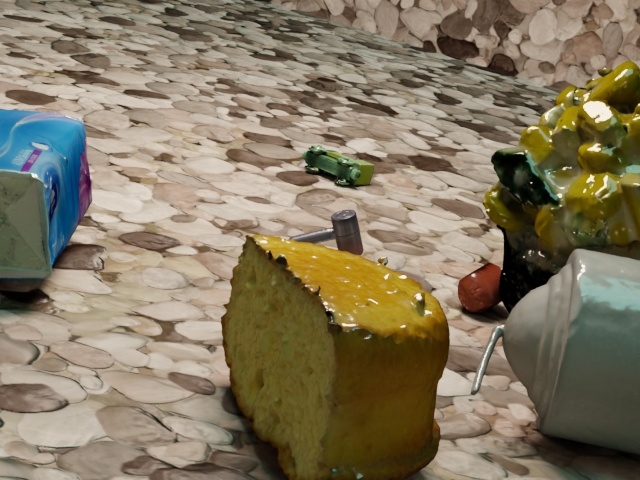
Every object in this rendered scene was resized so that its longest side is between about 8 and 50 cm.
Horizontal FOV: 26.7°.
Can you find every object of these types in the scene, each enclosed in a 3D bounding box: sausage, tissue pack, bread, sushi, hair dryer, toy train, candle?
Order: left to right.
[{"bbox_3d":[-0.396,-0.062,1.621,0.198,0.146,0.263,2,21,1],"label":"tissue pack"},{"bbox_3d":[0.000,0.000,1.892,0.114,0.063,0.037,-12,21,-1],"label":"hair dryer"},{"bbox_3d":[0.030,-0.128,2.282,0.122,0.050,0.081,25,18,36],"label":"toy train"},{"bbox_3d":[0.028,0.114,1.324,0.179,0.194,0.340,3,16,-21],"label":"bread"},{"bbox_3d":[0.219,0.065,1.811,0.054,0.059,0.094,60,29,3],"label":"sausage"},{"bbox_3d":[0.358,-0.045,1.695,0.328,0.285,0.328,-40,39,-9],"label":"sushi"},{"bbox_3d":[0.344,0.124,1.455,0.342,0.221,0.221,13,18,5],"label":"candle"}]
